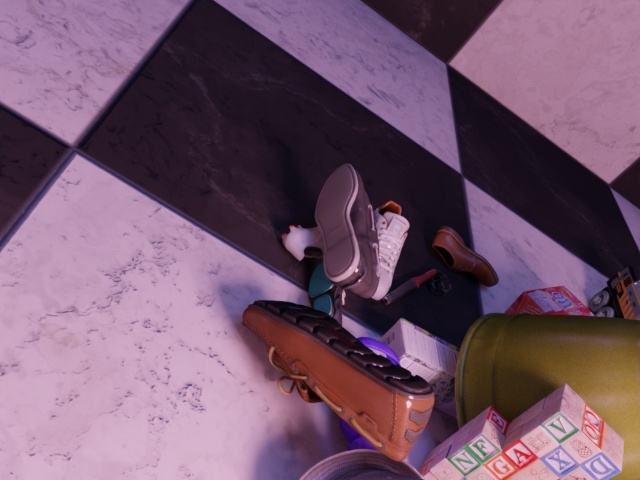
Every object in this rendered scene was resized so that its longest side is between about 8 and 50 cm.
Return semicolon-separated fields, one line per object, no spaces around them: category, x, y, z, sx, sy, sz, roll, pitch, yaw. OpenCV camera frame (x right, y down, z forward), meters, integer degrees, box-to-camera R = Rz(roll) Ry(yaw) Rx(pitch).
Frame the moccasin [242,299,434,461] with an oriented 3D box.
moccasin;0.007;0.207;1.154;0.380;0.146;0.139;28;14;33

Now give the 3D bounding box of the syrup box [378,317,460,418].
syrup box;0.225;0.257;1.429;0.237;0.093;0.096;28;33;-21

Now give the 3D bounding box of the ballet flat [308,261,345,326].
ballet flat;0.015;0.120;1.405;0.074;0.074;0.203;31;26;-17

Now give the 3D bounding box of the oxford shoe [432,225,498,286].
oxford shoe;0.370;0.059;1.891;0.212;0.076;0.076;40;60;-7

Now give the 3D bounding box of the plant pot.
plant pot;0.494;0.287;1.313;0.367;0.353;0.366;17;65;-43

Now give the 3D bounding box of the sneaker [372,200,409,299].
sneaker;0.134;0.006;1.623;0.106;0.123;0.290;33;33;-18

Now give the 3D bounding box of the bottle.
bottle;0.089;0.295;1.228;0.118;0.092;0.282;31;32;-24

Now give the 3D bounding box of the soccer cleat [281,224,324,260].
soccer cleat;0.000;0.000;1.540;0.196;0.068;0.076;-13;65;-46

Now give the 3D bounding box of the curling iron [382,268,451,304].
curling iron;0.223;0.109;1.673;0.274;0.035;0.068;-9;56;-53

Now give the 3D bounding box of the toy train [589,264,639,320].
toy train;0.914;0.220;2.159;0.142;0.190;0.334;35;31;-11

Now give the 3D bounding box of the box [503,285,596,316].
box;0.576;0.205;1.854;0.257;0.122;0.128;-1;44;-50

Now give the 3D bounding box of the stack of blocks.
stack of blocks;0.319;0.363;1.198;0.171;0.297;0.087;44;31;3

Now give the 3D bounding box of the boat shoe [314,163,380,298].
boat shoe;0.059;-0.019;1.476;0.095;0.112;0.335;42;30;-33

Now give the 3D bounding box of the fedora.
fedora;0.096;0.404;0.992;0.276;0.124;0.243;16;62;-32
